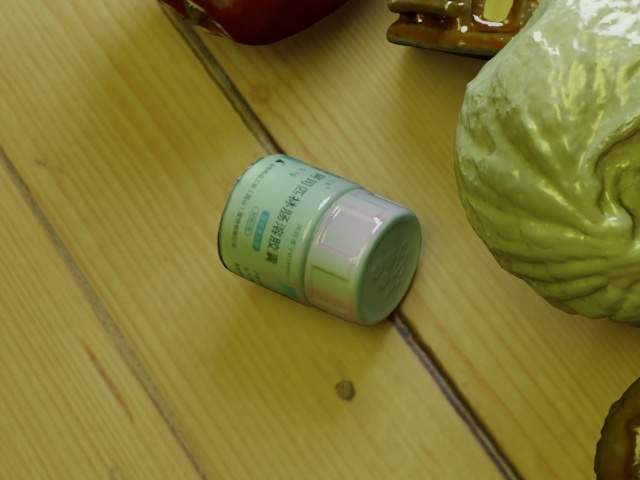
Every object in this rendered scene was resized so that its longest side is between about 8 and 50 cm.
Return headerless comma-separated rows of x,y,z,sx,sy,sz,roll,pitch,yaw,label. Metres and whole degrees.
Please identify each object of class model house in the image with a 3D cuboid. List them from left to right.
0.173,-0.282,1.933,0.219,0.199,0.229,11,90,16,model house

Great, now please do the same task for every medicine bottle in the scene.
0.000,0.000,1.964,0.168,0.135,0.135,23,85,27,medicine bottle

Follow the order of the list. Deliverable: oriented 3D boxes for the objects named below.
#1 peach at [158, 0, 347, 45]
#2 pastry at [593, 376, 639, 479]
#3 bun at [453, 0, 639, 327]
-0.018,-0.335,2.034,0.361,0.258,0.201,-42,88,-11,peach
0.361,0.209,1.748,0.236,0.121,0.257,14,82,31,pastry
0.302,-0.083,1.743,0.352,0.227,0.349,10,106,-11,bun
